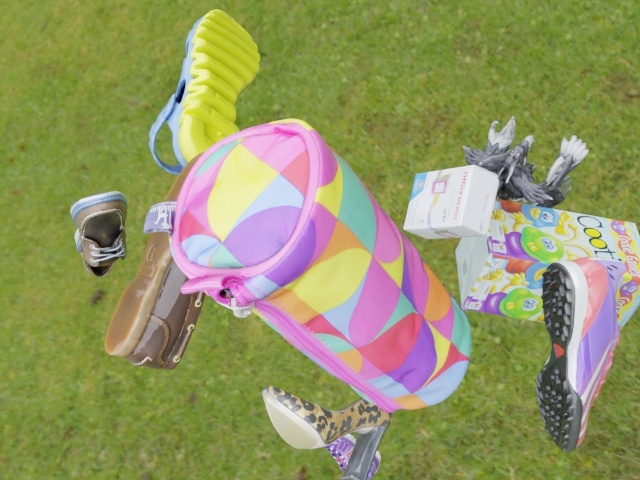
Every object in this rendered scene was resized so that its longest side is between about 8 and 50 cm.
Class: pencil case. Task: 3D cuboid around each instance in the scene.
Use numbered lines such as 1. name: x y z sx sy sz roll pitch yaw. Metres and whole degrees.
1. pencil case: 0.009 0.029 0.438 0.104 0.236 0.104 -16 57 26

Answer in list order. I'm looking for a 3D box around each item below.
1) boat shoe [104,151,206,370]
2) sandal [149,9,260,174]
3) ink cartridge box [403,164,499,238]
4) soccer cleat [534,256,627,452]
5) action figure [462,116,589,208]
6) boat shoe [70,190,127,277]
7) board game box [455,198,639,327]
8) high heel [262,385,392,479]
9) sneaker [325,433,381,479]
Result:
1. boat shoe: -0.129 0.022 0.706 0.073 0.073 0.207 23 88 56
2. sandal: -0.185 -0.222 1.142 0.138 0.126 0.317 -23 44 39
3. ink cartridge box: 0.180 -0.052 1.043 0.122 0.052 0.088 -3 70 56
4. soccer cleat: 0.400 0.177 1.135 0.108 0.116 0.318 -133 36 -67
5. action figure: 0.327 -0.123 1.203 0.164 0.276 0.141 30 96 23
6. boat shoe: -0.262 -0.004 0.914 0.183 0.066 0.066 130 122 -66
7. board game box: 0.385 0.042 1.260 0.144 0.275 0.142 -87 9 -46
8. high heel: 0.016 0.271 1.267 0.093 0.261 0.186 -19 34 44
9. sneaker: 0.051 0.437 1.534 0.068 0.170 0.071 -36 29 54
